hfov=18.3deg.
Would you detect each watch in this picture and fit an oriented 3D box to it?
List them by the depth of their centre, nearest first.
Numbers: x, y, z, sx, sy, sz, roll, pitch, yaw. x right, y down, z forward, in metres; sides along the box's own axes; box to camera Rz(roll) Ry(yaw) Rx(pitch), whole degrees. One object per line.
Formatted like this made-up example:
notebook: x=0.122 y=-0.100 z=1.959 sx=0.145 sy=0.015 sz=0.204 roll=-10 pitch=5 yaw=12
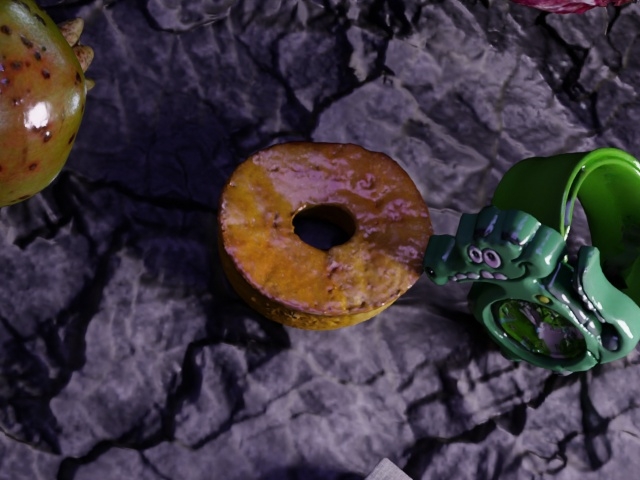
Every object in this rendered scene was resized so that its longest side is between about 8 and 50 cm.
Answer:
watch: x=0.173 y=-0.002 z=1.375 sx=0.165 sy=0.131 sz=0.152 roll=50 pitch=55 yaw=-27

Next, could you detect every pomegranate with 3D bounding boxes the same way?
pomegranate: x=-0.224 y=-0.104 z=1.353 sx=0.159 sy=0.159 sz=0.205 roll=40 pitch=33 yaw=9

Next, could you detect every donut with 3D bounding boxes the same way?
donut: x=0.000 y=0.000 z=1.395 sx=0.152 sy=0.058 sz=0.152 roll=5 pitch=61 yaw=-9

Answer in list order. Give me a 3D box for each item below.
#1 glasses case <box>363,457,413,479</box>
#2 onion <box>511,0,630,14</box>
glasses case: x=0.097 y=0.233 z=1.299 sx=0.205 sy=0.047 sz=0.071 roll=39 pitch=59 yaw=9
onion: x=0.174 y=-0.324 z=1.500 sx=0.260 sy=0.282 sz=0.336 roll=-23 pitch=73 yaw=18
